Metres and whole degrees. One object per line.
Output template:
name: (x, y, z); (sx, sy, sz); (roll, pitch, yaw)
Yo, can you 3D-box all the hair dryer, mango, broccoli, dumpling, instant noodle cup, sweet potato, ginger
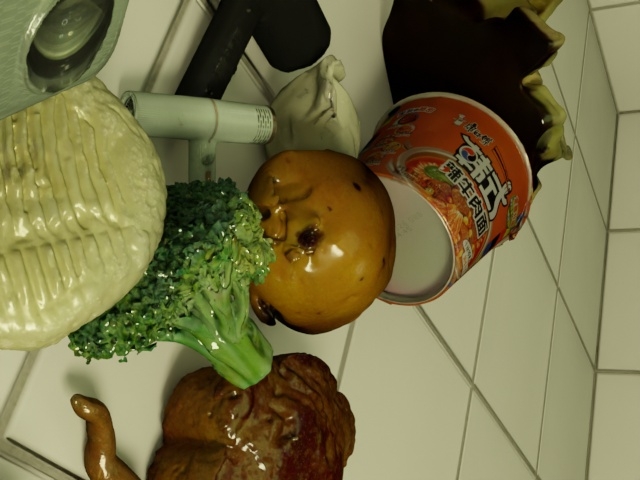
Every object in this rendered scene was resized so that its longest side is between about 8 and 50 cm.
hair dryer: (-0.092, -0.216, 0.925); (0.251, 0.089, 0.197); (-65, 144, -26)
mango: (0.000, 0.000, 0.917); (0.287, 0.152, 0.201); (11, 77, -80)
broccoli: (-0.110, 0.049, 0.748); (0.220, 0.194, 0.194); (-117, -171, -64)
dumpling: (-0.005, -0.134, 1.024); (0.199, 0.118, 0.136); (114, -7, -55)
instant noodle cup: (0.132, -0.044, 1.155); (0.192, 0.250, 0.250); (-45, 127, -43)
sweet potato: (-0.179, 0.201, 0.753); (0.044, 0.044, 0.179); (-47, 127, -52)
ginger: (0.272, -0.243, 1.258); (0.211, 0.358, 0.414); (-22, 117, -24)
hair dryer: (-0.131, -0.050, 0.854); (0.154, 0.044, 0.183); (1, 111, -36)

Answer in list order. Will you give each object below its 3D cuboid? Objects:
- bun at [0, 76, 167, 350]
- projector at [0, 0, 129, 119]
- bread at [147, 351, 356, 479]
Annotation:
bun: (-0.219, -0.034, 0.599); (0.220, 0.134, 0.221); (11, 70, -33)
projector: (-0.249, -0.148, 0.467); (0.250, 0.198, 0.108); (-45, 167, -53)
bread: (-0.062, 0.227, 0.867); (0.247, 0.135, 0.232); (50, 46, -48)
